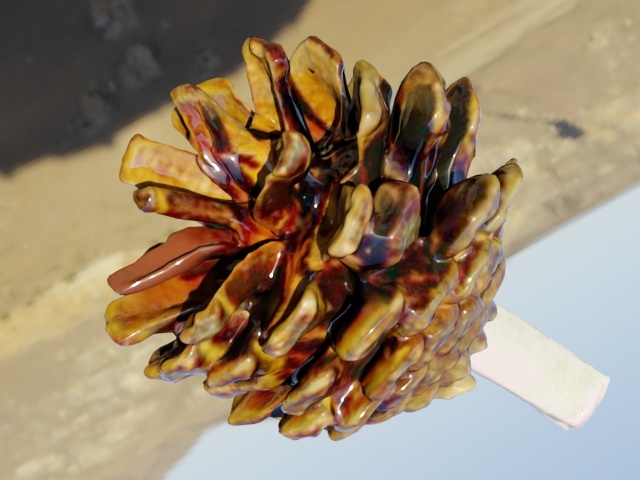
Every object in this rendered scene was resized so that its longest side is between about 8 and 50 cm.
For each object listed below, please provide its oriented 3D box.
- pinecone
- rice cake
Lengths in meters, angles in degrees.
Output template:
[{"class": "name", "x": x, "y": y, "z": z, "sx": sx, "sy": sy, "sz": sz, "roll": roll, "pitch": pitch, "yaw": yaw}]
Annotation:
[{"class": "pinecone", "x": -0.003, "y": -0.001, "z": 0.765, "sx": 0.201, "sy": 0.202, "sz": 0.229, "roll": 15, "pitch": 161, "yaw": -9}, {"class": "rice cake", "x": 0.133, "y": 0.081, "z": 1.361, "sx": 0.064, "sy": 0.399, "sz": 0.070, "roll": 24, "pitch": -95, "yaw": 49}]
